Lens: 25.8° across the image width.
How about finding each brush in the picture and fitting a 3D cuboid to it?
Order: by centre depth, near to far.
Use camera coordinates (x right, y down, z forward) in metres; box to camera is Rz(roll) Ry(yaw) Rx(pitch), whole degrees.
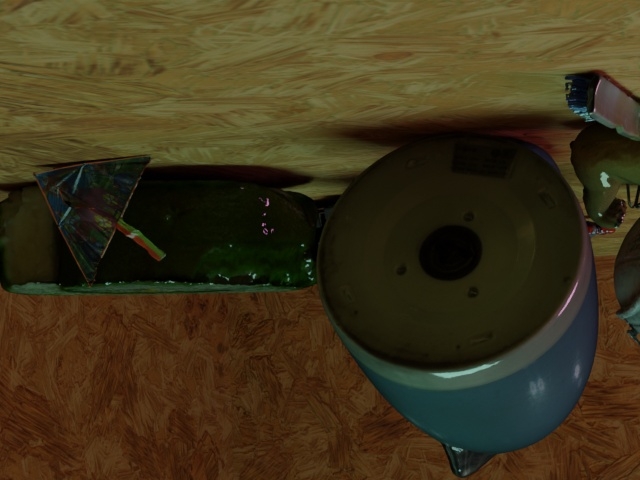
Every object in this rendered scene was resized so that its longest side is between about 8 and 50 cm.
[{"bbox_3d":[0.226,-0.102,1.094,0.030,0.033,0.178,3,178,24],"label":"brush"}]

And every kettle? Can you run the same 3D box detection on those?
[{"bbox_3d":[0.176,0.059,1.383,0.247,0.319,0.342,18,158,28],"label":"kettle"}]

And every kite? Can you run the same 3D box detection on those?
[{"bbox_3d":[-0.226,-0.027,1.431,0.159,0.190,0.010,28,-144,-1],"label":"kite"}]

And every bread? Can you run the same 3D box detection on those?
[{"bbox_3d":[-0.195,-0.003,1.633,0.382,0.129,0.366,0,177,-16],"label":"bread"}]

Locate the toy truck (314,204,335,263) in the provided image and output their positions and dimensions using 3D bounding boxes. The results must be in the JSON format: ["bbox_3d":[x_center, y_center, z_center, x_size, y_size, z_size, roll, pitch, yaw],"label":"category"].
[{"bbox_3d":[0.000,0.000,1.955,0.124,0.114,0.253,-16,-174,-41],"label":"toy truck"}]

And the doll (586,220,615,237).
[{"bbox_3d":[0.404,-0.011,2.362,0.195,0.062,0.104,-9,-164,-16],"label":"doll"}]

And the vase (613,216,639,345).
[{"bbox_3d":[0.542,0.022,1.676,0.250,0.249,0.445,-1,171,-20],"label":"vase"}]

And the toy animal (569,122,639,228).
[{"bbox_3d":[0.301,-0.077,1.221,0.101,0.103,0.219,29,163,-32],"label":"toy animal"}]

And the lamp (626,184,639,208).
[{"bbox_3d":[0.398,-0.067,1.547,0.121,0.054,0.041,-6,175,39],"label":"lamp"}]
